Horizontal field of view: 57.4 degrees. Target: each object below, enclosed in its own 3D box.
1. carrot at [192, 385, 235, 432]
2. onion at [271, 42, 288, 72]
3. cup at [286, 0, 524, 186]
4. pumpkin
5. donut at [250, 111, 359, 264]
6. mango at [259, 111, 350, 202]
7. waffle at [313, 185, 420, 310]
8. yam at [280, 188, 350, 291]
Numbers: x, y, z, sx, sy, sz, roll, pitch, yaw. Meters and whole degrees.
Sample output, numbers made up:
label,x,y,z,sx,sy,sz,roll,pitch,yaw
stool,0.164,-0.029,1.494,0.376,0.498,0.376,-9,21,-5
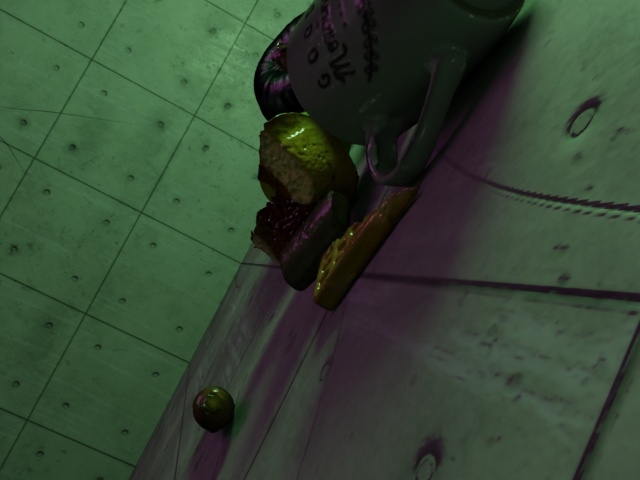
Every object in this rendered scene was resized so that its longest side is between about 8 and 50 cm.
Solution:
label,x,y,z,sx,sy,sz,roll,pitch,yaw
carrot,-0.185,0.288,0.995,0.070,0.070,0.342,-65,4,-20
onion,0.036,-0.245,0.864,0.195,0.218,0.140,-125,36,-73
cup,0.093,-0.193,0.619,0.234,0.186,0.258,155,113,-62
pumpkin,0.006,-0.372,1.331,0.315,0.238,0.315,-30,45,35
donut,-0.012,-0.069,0.886,0.151,0.112,0.295,-30,-22,-27
mango,-0.026,-0.169,1.160,0.343,0.156,0.192,153,136,-69
waffle,0.054,-0.015,0.680,0.191,0.032,0.125,-55,9,27
yam,0.000,0.000,0.798,0.146,0.069,0.070,-49,14,25
